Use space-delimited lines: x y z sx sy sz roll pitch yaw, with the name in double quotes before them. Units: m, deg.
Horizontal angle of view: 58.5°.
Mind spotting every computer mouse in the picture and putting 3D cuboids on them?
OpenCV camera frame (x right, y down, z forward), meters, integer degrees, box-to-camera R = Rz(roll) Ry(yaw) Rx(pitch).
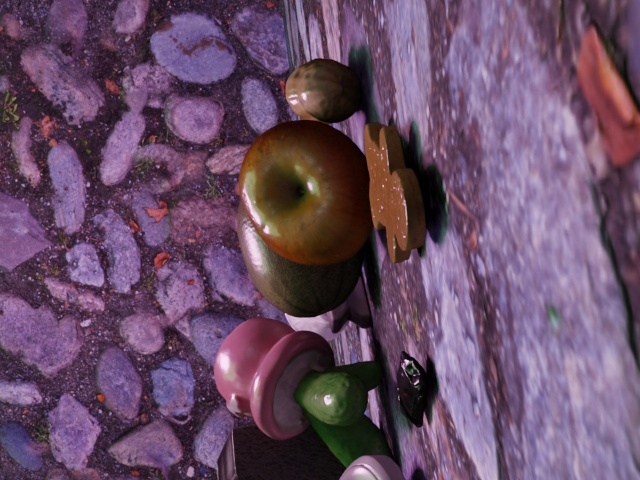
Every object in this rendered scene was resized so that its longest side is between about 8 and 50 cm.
"computer mouse" 0.080 0.444 0.897 0.296 0.121 0.184 93 156 -64

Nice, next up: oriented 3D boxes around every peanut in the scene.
"peanut" 0.003 -0.240 0.926 0.110 0.120 0.236 -57 8 13

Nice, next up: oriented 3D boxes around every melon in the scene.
"melon" -0.035 -0.003 1.096 0.237 0.238 0.301 94 162 -73

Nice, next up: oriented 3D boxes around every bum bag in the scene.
"bum bag" 0.116 0.185 0.714 0.124 0.034 0.057 86 166 -47

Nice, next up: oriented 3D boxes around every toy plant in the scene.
"toy plant" -0.022 0.298 1.090 0.210 0.356 0.316 -51 -41 -34

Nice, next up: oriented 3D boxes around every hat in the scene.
"hat" 0.014 0.148 1.404 0.126 0.203 0.202 154 109 -66

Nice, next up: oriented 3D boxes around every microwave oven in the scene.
"microwave oven" -0.021 0.613 1.148 0.236 0.375 0.431 117 149 -50

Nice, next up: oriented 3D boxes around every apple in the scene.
"apple" -0.013 -0.073 0.897 0.173 0.211 0.234 1 -109 -67

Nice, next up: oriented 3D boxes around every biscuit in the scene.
"biscuit" 0.087 -0.056 0.656 0.240 0.035 0.158 -106 7 -70

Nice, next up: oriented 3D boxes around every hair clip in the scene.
"hair clip" 0.033 0.046 1.262 0.085 0.101 0.330 93 168 -49
